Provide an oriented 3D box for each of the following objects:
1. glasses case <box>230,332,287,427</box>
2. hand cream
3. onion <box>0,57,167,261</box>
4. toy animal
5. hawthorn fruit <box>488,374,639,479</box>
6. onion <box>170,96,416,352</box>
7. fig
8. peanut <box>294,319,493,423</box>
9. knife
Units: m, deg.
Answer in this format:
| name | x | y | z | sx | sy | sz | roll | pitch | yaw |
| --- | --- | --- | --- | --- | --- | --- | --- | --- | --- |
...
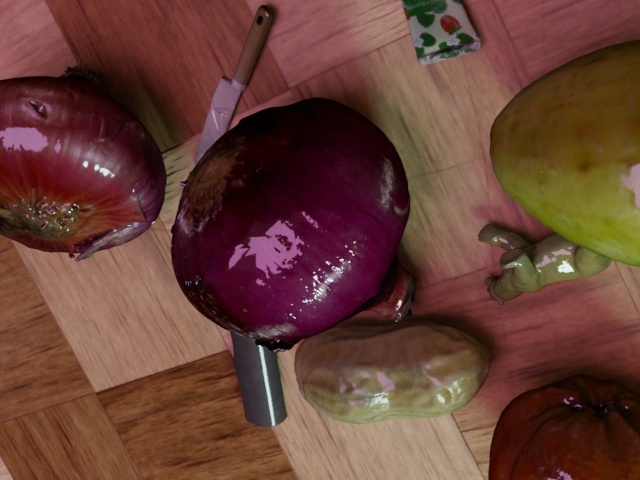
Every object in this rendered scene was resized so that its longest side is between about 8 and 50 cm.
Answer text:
| name | x | y | z | sx | sy | sz | roll | pitch | yaw |
| --- | --- | --- | --- | --- | --- | --- | --- | --- | --- |
| glasses case | -0.102 | 0.204 | 1.858 | 0.072 | 0.042 | 0.191 | 8 | 116 | 36 |
| hand cream | 0.117 | -0.355 | 1.456 | 0.095 | 0.059 | 0.276 | -10 | 111 | 35 |
| onion | -0.390 | -0.137 | 1.752 | 0.347 | 0.286 | 0.348 | 8 | 152 | 4 |
| toy animal | 0.290 | 0.025 | 1.521 | 0.218 | 0.103 | 0.101 | -22 | 124 | 31 |
| hawthorn fruit | 0.340 | 0.309 | 1.527 | 0.258 | 0.258 | 0.262 | 13 | 90 | 25 |
| onion | 0.000 | 0.000 | 1.564 | 0.385 | 0.348 | 0.347 | 34 | 134 | -30 |
| fig | 0.339 | -0.104 | 1.326 | 0.326 | 0.258 | 0.258 | 14 | 120 | 41 |
| peanut | 0.096 | 0.189 | 1.670 | 0.313 | 0.152 | 0.152 | -5 | 110 | 30 |
| knife | -0.131 | -0.218 | 1.687 | 0.047 | 0.017 | 0.298 | 36 | 129 | 13 |
